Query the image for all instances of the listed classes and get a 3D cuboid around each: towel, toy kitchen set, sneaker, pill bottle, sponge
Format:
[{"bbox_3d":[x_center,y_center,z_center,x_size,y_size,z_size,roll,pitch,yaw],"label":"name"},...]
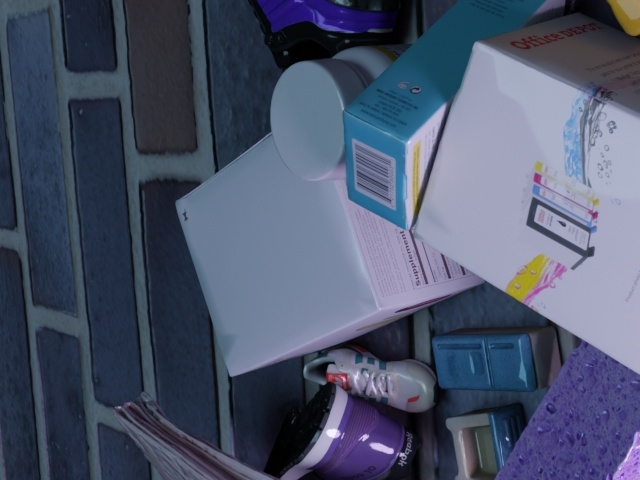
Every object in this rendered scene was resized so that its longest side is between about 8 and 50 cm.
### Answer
[{"bbox_3d":[-0.061,0.328,1.219,0.317,0.053,0.331,23,149,46],"label":"towel"},{"bbox_3d":[0.129,0.194,0.992,0.122,0.166,0.207,-9,92,51],"label":"toy kitchen set"},{"bbox_3d":[-0.037,-0.253,1.138,0.293,0.102,0.146,36,125,40],"label":"sneaker"},{"bbox_3d":[0.067,-0.112,0.964,0.119,0.209,0.119,15,110,48],"label":"pill bottle"},{"bbox_3d":[0.049,0.149,1.148,0.161,0.075,0.057,13,109,48],"label":"sneaker"},{"bbox_3d":[0.224,0.150,0.895,0.210,0.031,0.117,-62,27,12],"label":"sponge"},{"bbox_3d":[0.019,0.240,1.183,0.283,0.124,0.107,131,162,-68],"label":"sneaker"}]

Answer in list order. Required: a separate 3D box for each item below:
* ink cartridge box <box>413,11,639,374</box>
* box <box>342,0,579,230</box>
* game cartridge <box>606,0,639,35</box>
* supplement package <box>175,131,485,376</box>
[{"bbox_3d":[0.221,-0.037,0.795,0.233,0.171,0.168,33,124,27],"label":"ink cartridge box"},{"bbox_3d":[0.115,-0.126,0.859,0.060,0.244,0.100,30,149,25],"label":"box"},{"bbox_3d":[0.243,-0.350,0.743,0.285,0.053,0.323,-34,86,35],"label":"game cartridge"},{"bbox_3d":[0.000,0.000,1.119,0.262,0.145,0.204,-29,76,49],"label":"supplement package"}]
